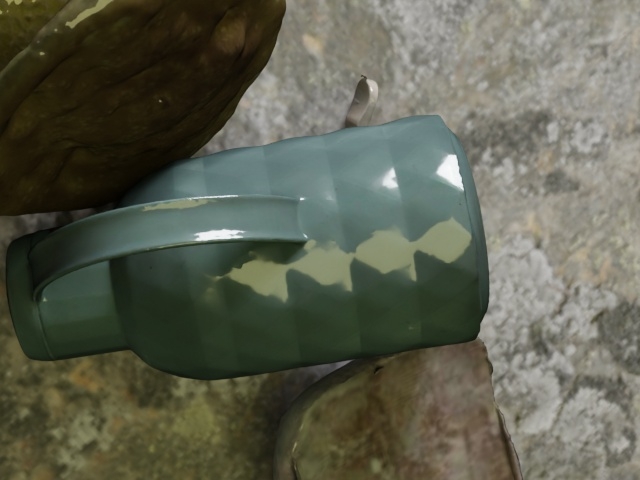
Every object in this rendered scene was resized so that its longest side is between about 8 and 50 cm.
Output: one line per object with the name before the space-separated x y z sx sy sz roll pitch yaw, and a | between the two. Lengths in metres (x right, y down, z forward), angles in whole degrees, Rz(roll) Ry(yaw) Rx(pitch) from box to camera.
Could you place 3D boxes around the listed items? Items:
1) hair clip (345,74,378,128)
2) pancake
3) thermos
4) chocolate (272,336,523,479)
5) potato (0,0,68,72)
hair clip | 0.000 0.000 0.884 0.072 0.034 0.226 31 90 -23
pancake | -0.112 -0.079 0.730 0.242 0.242 0.050 -37 74 -9
thermos | -0.047 0.011 0.771 0.286 0.182 0.145 -10 75 -4
chocolate | 0.056 0.216 0.915 0.185 0.100 0.303 -22 110 -26
potato | -0.197 -0.168 0.729 0.194 0.157 0.157 44 84 -9
